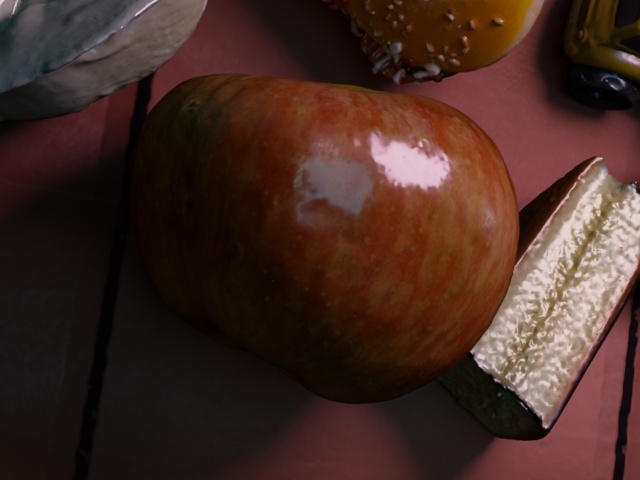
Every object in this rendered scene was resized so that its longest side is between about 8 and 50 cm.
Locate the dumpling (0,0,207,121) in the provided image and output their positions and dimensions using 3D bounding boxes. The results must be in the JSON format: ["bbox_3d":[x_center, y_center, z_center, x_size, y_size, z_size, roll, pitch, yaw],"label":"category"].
[{"bbox_3d":[-0.199,-0.196,1.109,0.270,0.212,0.321,36,87,25],"label":"dumpling"}]

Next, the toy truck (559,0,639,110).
[{"bbox_3d":[0.344,-0.180,1.310,0.224,0.165,0.147,21,78,-16],"label":"toy truck"}]

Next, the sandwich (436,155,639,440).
[{"bbox_3d":[0.199,0.049,1.257,0.122,0.128,0.236,40,72,-8],"label":"sandwich"}]

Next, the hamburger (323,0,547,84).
[{"bbox_3d":[0.073,-0.277,1.198,0.151,0.227,0.295,-34,93,-43],"label":"hamburger"}]

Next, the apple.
[{"bbox_3d":[0.000,0.000,1.116,0.309,0.277,0.250,9,97,-4],"label":"apple"}]
